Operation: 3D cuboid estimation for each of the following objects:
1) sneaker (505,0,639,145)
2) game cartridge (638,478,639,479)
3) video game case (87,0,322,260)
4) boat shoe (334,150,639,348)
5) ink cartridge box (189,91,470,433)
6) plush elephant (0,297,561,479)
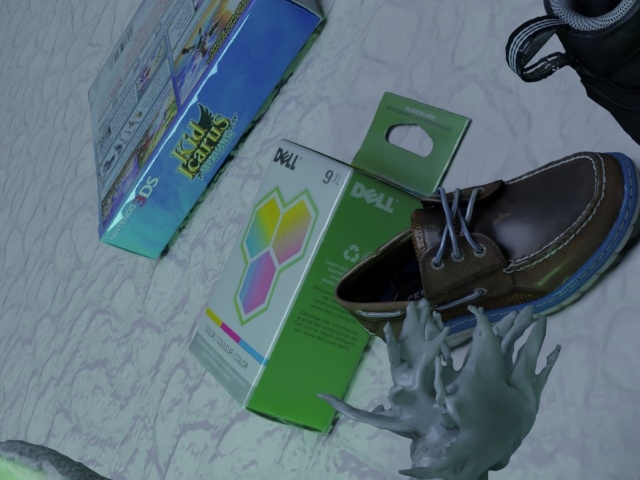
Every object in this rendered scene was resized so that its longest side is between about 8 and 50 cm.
[{"bbox_3d":[0.181,-0.138,0.411,0.268,0.153,0.101,-55,31,22],"label":"sneaker"},{"bbox_3d":[0.200,0.111,0.315,0.297,0.062,0.198,-38,45,43],"label":"game cartridge"},{"bbox_3d":[-0.114,-0.158,1.019,0.269,0.061,0.244,-52,31,27],"label":"video game case"},{"bbox_3d":[0.076,0.008,0.578,0.183,0.066,0.066,-39,40,42],"label":"boat shoe"},{"bbox_3d":[0.000,0.000,0.717,0.209,0.062,0.109,-65,28,4],"label":"ink cartridge box"},{"bbox_3d":[-0.032,0.194,0.440,0.255,0.272,0.330,-29,43,56],"label":"plush elephant"}]
